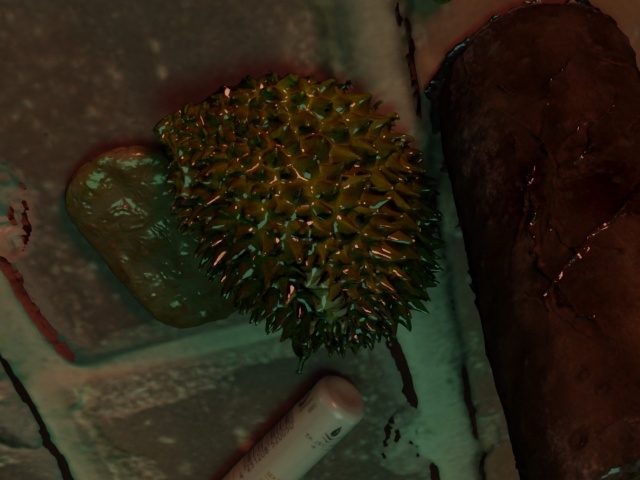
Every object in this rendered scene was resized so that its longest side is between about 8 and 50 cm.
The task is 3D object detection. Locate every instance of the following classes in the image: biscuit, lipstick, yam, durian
[{"bbox_3d":[-0.092,0.001,0.710,0.071,0.018,0.147,-23,130,11],"label":"biscuit"},{"bbox_3d":[-0.025,0.147,0.837,0.040,0.040,0.141,25,121,-29],"label":"lipstick"},{"bbox_3d":[0.132,0.015,0.605,0.131,0.279,0.131,-5,141,-4],"label":"yam"},{"bbox_3d":[0.005,0.005,0.685,0.137,0.095,0.220,-21,138,9],"label":"durian"}]

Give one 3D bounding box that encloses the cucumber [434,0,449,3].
[{"bbox_3d":[0.083,-0.180,0.572,0.039,0.039,0.168,11,130,-19],"label":"cucumber"}]
